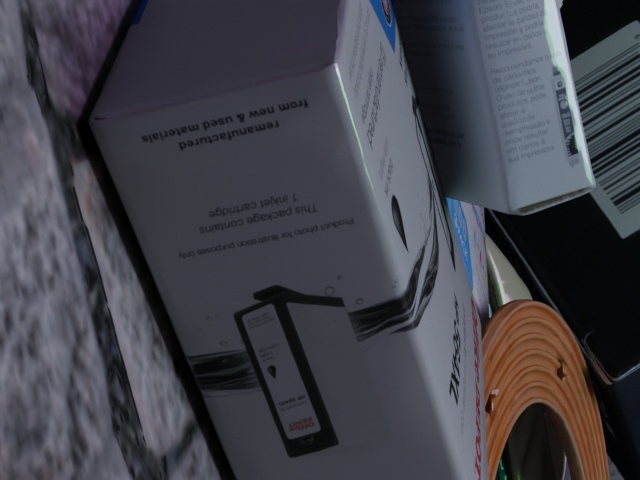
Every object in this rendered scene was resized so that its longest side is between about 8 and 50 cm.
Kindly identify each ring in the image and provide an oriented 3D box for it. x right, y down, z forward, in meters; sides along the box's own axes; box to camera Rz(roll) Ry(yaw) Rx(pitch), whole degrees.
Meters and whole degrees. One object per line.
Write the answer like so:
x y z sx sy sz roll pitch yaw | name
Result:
0.112 0.201 0.870 0.336 0.032 0.337 -2 90 -66 | ring

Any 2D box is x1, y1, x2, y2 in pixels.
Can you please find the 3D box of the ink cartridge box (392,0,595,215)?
0.028 -0.133 0.672 0.223 0.045 0.224 -158 -129 -67 | ink cartridge box

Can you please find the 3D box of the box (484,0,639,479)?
0.250 0.004 1.193 0.293 0.212 0.395 59 2 29 | box

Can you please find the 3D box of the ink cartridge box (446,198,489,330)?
0.059 -0.030 0.917 0.181 0.061 0.104 -86 161 -50 | ink cartridge box

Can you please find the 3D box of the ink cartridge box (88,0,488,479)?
0.000 0.000 0.570 0.148 0.086 0.203 -83 158 -57 | ink cartridge box

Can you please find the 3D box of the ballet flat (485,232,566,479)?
0.121 0.098 1.016 0.086 0.086 0.248 -36 119 -77 | ballet flat

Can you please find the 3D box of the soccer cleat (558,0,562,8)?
0.088 -0.127 0.842 0.196 0.068 0.076 -56 171 -19 | soccer cleat

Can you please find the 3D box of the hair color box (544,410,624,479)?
0.284 0.156 1.477 0.110 0.185 0.339 -13 92 -78 | hair color box
